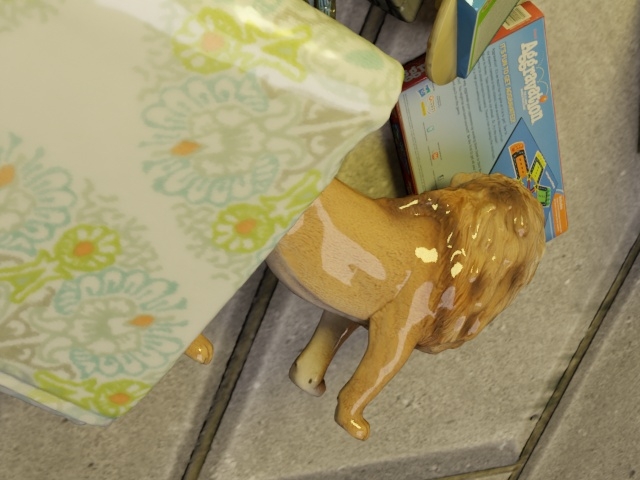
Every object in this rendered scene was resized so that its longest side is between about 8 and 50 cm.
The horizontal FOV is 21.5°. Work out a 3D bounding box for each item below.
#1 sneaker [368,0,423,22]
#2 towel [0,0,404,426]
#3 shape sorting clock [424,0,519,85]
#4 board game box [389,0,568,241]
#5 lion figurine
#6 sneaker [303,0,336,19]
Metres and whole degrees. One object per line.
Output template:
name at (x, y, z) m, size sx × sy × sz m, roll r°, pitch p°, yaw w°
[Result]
sneaker at (0.031, -0.272, 1.141) m, size 0.130 × 0.109 × 0.286 m, roll -46°, pitch 149°, yaw -5°
towel at (-0.180, -0.053, 1.101) m, size 0.320 × 0.090 × 0.374 m, roll 25°, pitch 122°, yaw -29°
shape sorting clock at (0.134, -0.209, 1.262) m, size 0.206 × 0.040 × 0.206 m, roll -55°, pitch 170°, yaw -14°
board game box at (0.140, -0.070, 1.470) m, size 0.145 × 0.027 × 0.281 m, roll -28°, pitch 141°, yaw -10°
lion figurine at (0.000, 0.000, 1.330) m, size 0.392 × 0.142 × 0.240 m, roll 27°, pitch 98°, yaw -36°
sneaker at (-0.043, -0.154, 1.152) m, size 0.087 × 0.083 × 0.221 m, roll -1°, pitch 160°, yaw -15°
